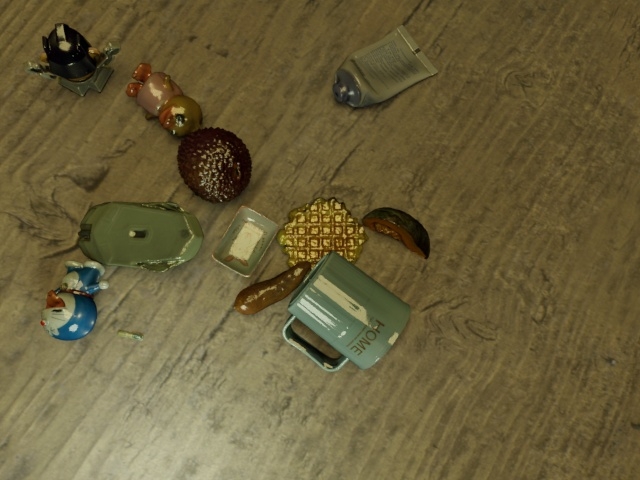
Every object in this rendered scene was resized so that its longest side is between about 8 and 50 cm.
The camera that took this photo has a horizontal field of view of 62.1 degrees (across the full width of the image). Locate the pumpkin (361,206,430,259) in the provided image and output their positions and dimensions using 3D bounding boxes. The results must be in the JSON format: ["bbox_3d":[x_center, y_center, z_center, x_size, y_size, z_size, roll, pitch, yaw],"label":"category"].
[{"bbox_3d":[0.291,-0.054,1.828,0.279,0.163,0.111,28,78,-1],"label":"pumpkin"}]

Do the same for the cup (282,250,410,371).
[{"bbox_3d":[0.069,0.230,1.713,0.311,0.331,0.256,38,49,-4],"label":"cup"}]

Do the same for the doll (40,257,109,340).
[{"bbox_3d":[-0.770,0.183,1.662,0.215,0.161,0.256,-6,66,20],"label":"doll"}]

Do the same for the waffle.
[{"bbox_3d":[0.009,-0.004,1.840,0.301,0.058,0.281,-25,83,-9],"label":"waffle"}]

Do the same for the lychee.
[{"bbox_3d":[-0.365,-0.259,1.767,0.272,0.271,0.271,1,79,-6],"label":"lychee"}]

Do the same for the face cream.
[{"bbox_3d":[0.222,-0.634,1.971,0.420,0.137,0.234,-34,83,-20],"label":"face cream"}]

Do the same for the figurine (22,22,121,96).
[{"bbox_3d":[-0.806,-0.590,1.751,0.309,0.308,0.143,-35,89,-12],"label":"figurine"}]

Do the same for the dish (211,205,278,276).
[{"bbox_3d":[-0.252,0.007,1.797,0.151,0.077,0.212,30,77,-2],"label":"dish"}]

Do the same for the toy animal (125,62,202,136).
[{"bbox_3d":[-0.518,-0.460,1.825,0.281,0.195,0.169,47,38,8],"label":"toy animal"}]

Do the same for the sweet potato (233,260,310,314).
[{"bbox_3d":[-0.155,0.159,1.764,0.292,0.097,0.097,-30,83,-4],"label":"sweet potato"}]

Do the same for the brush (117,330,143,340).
[{"bbox_3d":[-0.619,0.309,1.727,0.084,0.013,0.016,13,80,-2],"label":"brush"}]

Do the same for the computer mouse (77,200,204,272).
[{"bbox_3d":[-0.573,-0.013,1.732,0.429,0.145,0.228,4,85,9],"label":"computer mouse"}]
